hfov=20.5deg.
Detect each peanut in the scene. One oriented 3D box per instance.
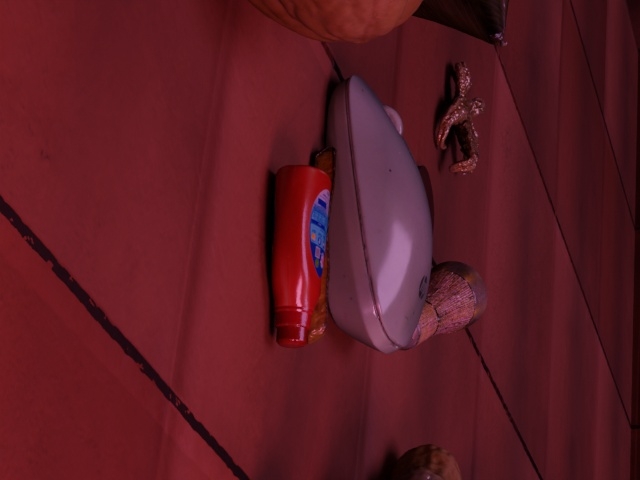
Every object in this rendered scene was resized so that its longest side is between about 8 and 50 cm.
[{"bbox_3d":[0.106,0.287,1.911,0.214,0.099,0.099,-42,127,-68],"label":"peanut"}]

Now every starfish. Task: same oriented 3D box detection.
[{"bbox_3d":[0.197,-0.159,2.342,0.209,0.053,0.150,-45,134,-70],"label":"starfish"}]

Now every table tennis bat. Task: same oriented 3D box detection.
[{"bbox_3d":[0.121,-0.023,2.140,0.158,0.014,0.095,-78,159,-46],"label":"table tennis bat"}]

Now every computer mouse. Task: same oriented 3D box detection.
[{"bbox_3d":[0.067,-0.027,1.830,0.159,0.097,0.288,35,55,-66],"label":"computer mouse"}]

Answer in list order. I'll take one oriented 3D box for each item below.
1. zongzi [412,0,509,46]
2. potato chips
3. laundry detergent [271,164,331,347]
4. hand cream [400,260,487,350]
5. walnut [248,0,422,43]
[{"bbox_3d":[0.072,-0.239,1.651,0.242,0.221,0.112,-83,159,-44],"label":"zongzi"},{"bbox_3d":[0.000,0.000,1.729,0.037,0.026,0.204,79,13,-70],"label":"potato chips"},{"bbox_3d":[-0.020,0.019,1.627,0.097,0.049,0.165,48,44,-69],"label":"laundry detergent"},{"bbox_3d":[0.128,0.084,2.046,0.203,0.084,0.084,-29,115,-65],"label":"hand cream"},{"bbox_3d":[0.010,-0.292,1.516,0.225,0.225,0.261,-58,140,-62],"label":"walnut"}]
